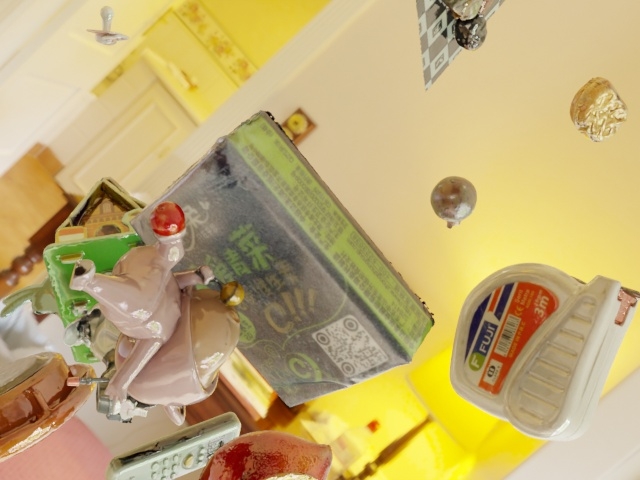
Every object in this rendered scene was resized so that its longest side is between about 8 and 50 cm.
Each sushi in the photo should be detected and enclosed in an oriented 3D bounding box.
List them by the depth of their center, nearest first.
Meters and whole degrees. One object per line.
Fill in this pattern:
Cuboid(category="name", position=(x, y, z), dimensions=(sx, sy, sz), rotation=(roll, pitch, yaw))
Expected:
Cuboid(category="sushi", position=(0.340, -0.508, 1.574), dimensions=(0.064, 0.343, 0.359), rotation=(38, -9, 20))

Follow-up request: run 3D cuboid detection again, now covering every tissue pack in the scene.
Cuboid(category="tissue pack", position=(-0.063, 0.044, 1.100), dimensions=(0.394, 0.288, 0.124), rotation=(50, 44, -10))

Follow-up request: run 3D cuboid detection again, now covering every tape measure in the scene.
Cuboid(category="tape measure", position=(0.340, 0.161, 1.168), dimensions=(0.130, 0.258, 0.265), rotation=(18, 3, -45))

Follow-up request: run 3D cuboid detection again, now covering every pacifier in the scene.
Cuboid(category="pacifier", position=(-0.434, -0.441, 1.549), dimensions=(0.081, 0.078, 0.099), rotation=(3, 9, -4))

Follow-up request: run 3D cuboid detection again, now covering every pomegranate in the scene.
Cuboid(category="pomegranate", position=(0.342, -0.101, 1.917), dimensions=(0.130, 0.130, 0.130), rotation=(48, 6, -6))

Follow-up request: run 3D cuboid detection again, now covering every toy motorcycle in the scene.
Cuboid(category="toy motorcycle", position=(-0.323, 0.181, 1.181), dimensions=(0.150, 0.102, 0.221), rotation=(4, 41, -24))

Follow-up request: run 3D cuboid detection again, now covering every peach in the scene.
Cuboid(category="peach", position=(-0.114, 0.420, 1.347), dimensions=(0.154, 0.267, 0.159), rotation=(48, 5, -40))

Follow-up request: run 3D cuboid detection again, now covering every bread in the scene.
Cuboid(category="bread", position=(0.430, -0.199, 1.166), dimensions=(0.110, 0.083, 0.044), rotation=(31, 11, -42))

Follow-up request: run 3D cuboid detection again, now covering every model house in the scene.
Cuboid(category="model house", position=(-0.440, 0.017, 1.383), dimensions=(0.324, 0.340, 0.300), rotation=(-111, -164, -45))

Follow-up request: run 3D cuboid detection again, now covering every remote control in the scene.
Cuboid(category="remote control", position=(-0.313, 0.461, 1.615), dimensions=(0.056, 0.296, 0.140), rotation=(51, -38, 34))

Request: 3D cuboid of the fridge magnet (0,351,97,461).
Cuboid(category="fridge magnet", position=(-0.662, 0.362, 1.635), dimensions=(0.363, 0.363, 0.155), rotation=(-108, 174, -76))

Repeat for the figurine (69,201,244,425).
Cuboid(category="figurine", position=(-0.190, 0.102, 0.952), dimensions=(0.176, 0.186, 0.288), rotation=(-87, 166, -54))
